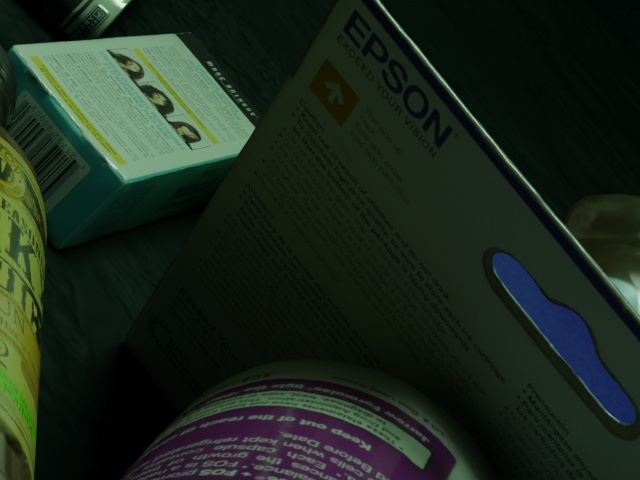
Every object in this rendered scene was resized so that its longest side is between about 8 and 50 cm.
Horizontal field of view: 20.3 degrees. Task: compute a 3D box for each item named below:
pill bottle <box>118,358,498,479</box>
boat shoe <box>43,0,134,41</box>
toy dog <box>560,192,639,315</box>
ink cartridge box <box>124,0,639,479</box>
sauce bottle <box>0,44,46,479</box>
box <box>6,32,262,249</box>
[{"bbox_3d":[-0.030,0.163,0.637,0.169,0.169,0.301,47,19,-1],"label":"pill bottle"},{"bbox_3d":[-0.144,-0.201,1.237,0.070,0.078,0.219,45,21,-10],"label":"boat shoe"},{"bbox_3d":[0.270,0.139,1.159,0.408,0.284,0.395,35,10,-32],"label":"toy dog"},{"bbox_3d":[0.071,0.086,0.801,0.071,0.330,0.324,-30,76,-36],"label":"ink cartridge box"},{"bbox_3d":[-0.168,0.012,0.729,0.111,0.111,0.344,37,22,-27],"label":"sauce bottle"},{"bbox_3d":[-0.113,-0.066,1.065,0.100,0.060,0.244,50,20,7],"label":"box"}]
